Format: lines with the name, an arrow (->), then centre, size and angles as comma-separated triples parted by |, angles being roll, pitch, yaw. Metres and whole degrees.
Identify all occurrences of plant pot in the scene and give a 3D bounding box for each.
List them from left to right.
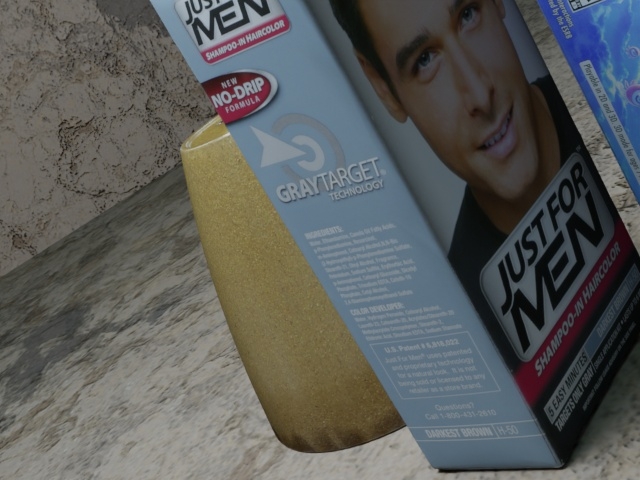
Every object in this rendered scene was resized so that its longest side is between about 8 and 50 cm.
plant pot -> 0.000, 0.000, 0.904 | 0.237, 0.254, 0.237 | -28, 16, 9

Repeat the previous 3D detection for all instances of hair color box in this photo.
hair color box -> 0.072, -0.053, 0.713 | 0.113, 0.374, 0.185 | -14, 24, 45

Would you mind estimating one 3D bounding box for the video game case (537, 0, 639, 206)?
video game case -> 0.288, -0.090, 0.632 | 0.244, 0.269, 0.061 | -17, 23, 41
